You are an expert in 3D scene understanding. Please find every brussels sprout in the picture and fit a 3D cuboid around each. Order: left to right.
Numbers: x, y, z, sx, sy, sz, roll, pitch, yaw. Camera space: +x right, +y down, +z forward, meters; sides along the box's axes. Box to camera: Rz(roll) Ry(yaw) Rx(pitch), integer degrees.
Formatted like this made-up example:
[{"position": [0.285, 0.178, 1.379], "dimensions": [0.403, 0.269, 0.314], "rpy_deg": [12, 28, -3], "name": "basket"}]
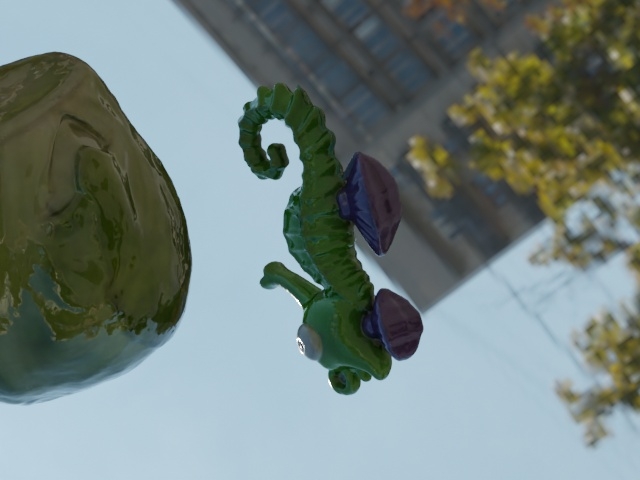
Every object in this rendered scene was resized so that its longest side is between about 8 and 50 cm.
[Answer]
[{"position": [-0.202, -0.005, 1.246], "dimensions": [0.210, 0.271, 0.219], "rpy_deg": [-11, -135, -11], "name": "brussels sprout"}]

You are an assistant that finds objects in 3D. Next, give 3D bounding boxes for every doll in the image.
[{"position": [0.000, 0.000, 1.015], "dimensions": [0.050, 0.115, 0.190], "rpy_deg": [-23, -76, -47], "name": "doll"}]
